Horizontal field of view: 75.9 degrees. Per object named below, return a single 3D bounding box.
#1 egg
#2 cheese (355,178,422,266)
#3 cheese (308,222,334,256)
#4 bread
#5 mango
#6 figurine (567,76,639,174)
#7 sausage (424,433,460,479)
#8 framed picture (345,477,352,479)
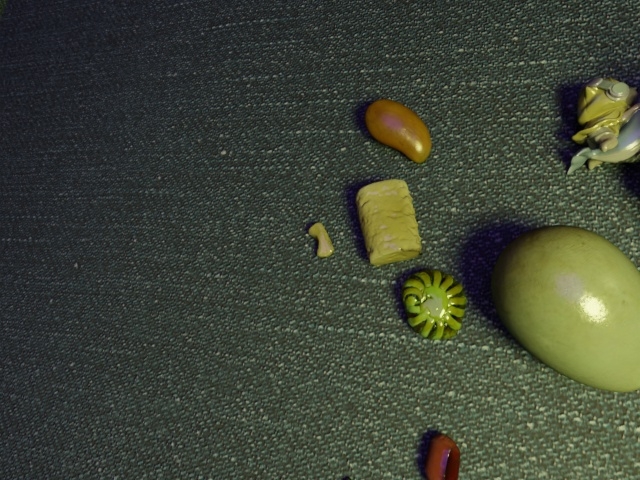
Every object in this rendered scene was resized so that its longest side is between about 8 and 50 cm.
[{"bbox_3d":[0.424,0.114,0.687,0.218,0.218,0.296,-34,81,6],"label":"egg"},{"bbox_3d":[0.145,-0.039,0.882,0.123,0.094,0.167,-14,71,15],"label":"cheese"},{"bbox_3d":[0.000,0.000,0.950,0.044,0.030,0.083,-26,74,2],"label":"cheese"},{"bbox_3d":[0.225,0.127,0.823,0.129,0.071,0.139,5,76,14],"label":"bread"},{"bbox_3d":[0.180,-0.255,0.939,0.184,0.085,0.102,42,90,18],"label":"mango"},{"bbox_3d":[0.559,-0.223,0.791,0.208,0.128,0.184,-42,65,7],"label":"figurine"},{"bbox_3d":[0.223,0.406,0.751,0.054,0.059,0.094,-8,65,61],"label":"sausage"},{"bbox_3d":[0.044,0.668,0.756,0.255,0.014,0.339,37,88,22],"label":"framed picture"}]
